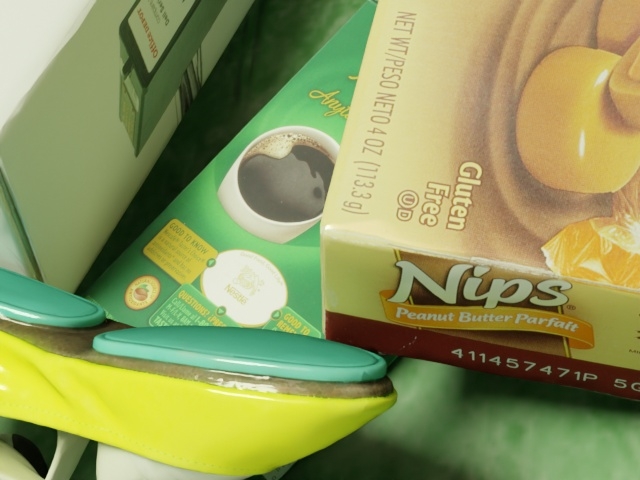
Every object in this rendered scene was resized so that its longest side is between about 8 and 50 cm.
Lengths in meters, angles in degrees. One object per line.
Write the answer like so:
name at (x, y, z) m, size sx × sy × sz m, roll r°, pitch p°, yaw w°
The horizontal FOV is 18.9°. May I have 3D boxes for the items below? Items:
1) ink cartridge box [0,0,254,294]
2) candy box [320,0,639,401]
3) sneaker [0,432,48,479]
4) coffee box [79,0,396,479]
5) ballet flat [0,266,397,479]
ink cartridge box at (-0.145, -0.133, 0.808) m, size 0.211 × 0.121 × 0.289 m, roll 17°, pitch 58°, yaw 19°
candy box at (0.122, -0.100, 0.698) m, size 0.183 × 0.087 × 0.316 m, roll 11°, pitch 61°, yaw 6°
sneaker at (-0.185, 0.141, 0.713) m, size 0.083 × 0.071 × 0.191 m, roll -2°, pitch 29°, yaw 39°
coffee box at (0.000, 0.000, 0.752) m, size 0.184 × 0.040 × 0.113 m, roll -47°, pitch 52°, yaw -9°
ballet flat at (-0.078, 0.057, 0.675) m, size 0.231 × 0.077 × 0.077 m, roll 11°, pitch 99°, yaw 29°
